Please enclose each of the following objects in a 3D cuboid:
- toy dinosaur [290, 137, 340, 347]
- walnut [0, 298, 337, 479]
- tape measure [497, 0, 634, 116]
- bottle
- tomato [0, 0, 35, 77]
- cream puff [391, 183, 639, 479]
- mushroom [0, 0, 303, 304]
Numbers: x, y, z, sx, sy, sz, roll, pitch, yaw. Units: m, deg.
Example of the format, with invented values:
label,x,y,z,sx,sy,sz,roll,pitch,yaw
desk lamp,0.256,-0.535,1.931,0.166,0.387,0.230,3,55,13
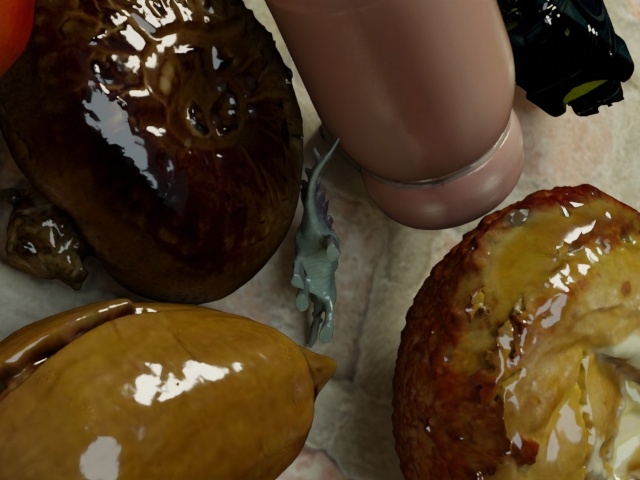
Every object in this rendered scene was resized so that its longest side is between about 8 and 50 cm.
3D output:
label,x,y,z,sx,sy,sz,roll,pitch,yaw
toy dinosaur,-0.002,-0.001,1.514,0.039,0.082,0.209,4,125,0
walnut,-0.129,0.143,1.383,0.336,0.209,0.209,-16,92,-30
tape measure,0.188,-0.218,1.637,0.199,0.112,0.186,26,45,-55
bottle,0.058,-0.152,1.483,0.173,0.206,0.297,-51,135,-26
tomato,-0.313,-0.180,1.301,0.180,0.260,0.260,19,74,-46
cream puff,0.197,0.124,1.547,0.350,0.228,0.350,-3,96,-31
mushroom,-0.135,-0.086,1.427,0.297,0.163,0.278,46,65,-21
